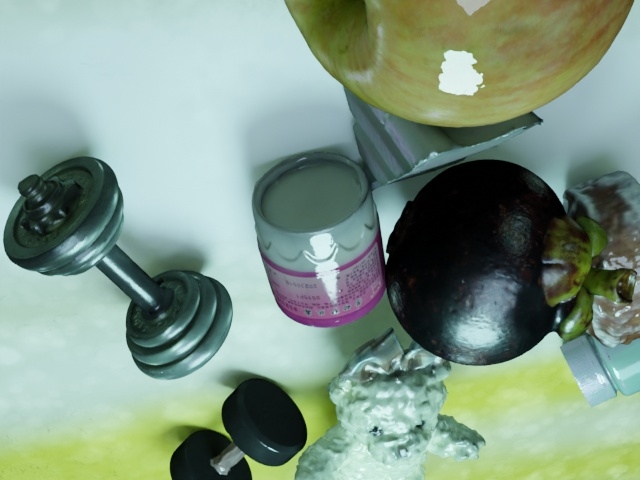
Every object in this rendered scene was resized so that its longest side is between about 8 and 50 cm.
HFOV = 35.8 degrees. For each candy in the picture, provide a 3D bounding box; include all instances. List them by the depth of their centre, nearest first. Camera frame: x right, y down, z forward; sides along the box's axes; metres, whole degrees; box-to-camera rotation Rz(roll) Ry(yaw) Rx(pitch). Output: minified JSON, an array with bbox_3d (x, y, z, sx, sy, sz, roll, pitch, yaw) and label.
[{"bbox_3d":[0.448,0.034,1.521,0.157,0.214,0.290,-19,129,1],"label":"candy"}]

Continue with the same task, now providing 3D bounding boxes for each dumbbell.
[{"bbox_3d":[-0.271,0.045,1.372,0.179,0.179,0.406,-29,133,12],"label":"dumbbell"},{"bbox_3d":[-0.142,0.358,1.712,0.152,0.152,0.218,26,122,-32],"label":"dumbbell"}]

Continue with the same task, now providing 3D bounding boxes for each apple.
[{"bbox_3d":[0.139,-0.313,1.011,0.346,0.391,0.391,-30,135,-14],"label":"apple"}]

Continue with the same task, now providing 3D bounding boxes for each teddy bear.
[{"bbox_3d":[0.122,0.362,1.633,0.327,0.376,0.362,-4,163,-12],"label":"teddy bear"}]

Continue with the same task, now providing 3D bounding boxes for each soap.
[{"bbox_3d":[0.150,-0.114,1.262,0.158,0.302,0.258,-19,134,-7],"label":"soap"}]

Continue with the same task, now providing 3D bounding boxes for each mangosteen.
[{"bbox_3d":[0.245,0.036,1.395,0.313,0.297,0.297,11,128,-24],"label":"mangosteen"}]

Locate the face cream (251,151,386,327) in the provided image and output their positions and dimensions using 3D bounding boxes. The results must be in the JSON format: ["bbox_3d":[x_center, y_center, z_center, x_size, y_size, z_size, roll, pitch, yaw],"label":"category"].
[{"bbox_3d":[0.000,0.000,1.402,0.175,0.175,0.195,-14,135,-1],"label":"face cream"}]

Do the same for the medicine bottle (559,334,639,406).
[{"bbox_3d":[0.552,0.193,1.748,0.225,0.139,0.139,-28,133,11],"label":"medicine bottle"}]
